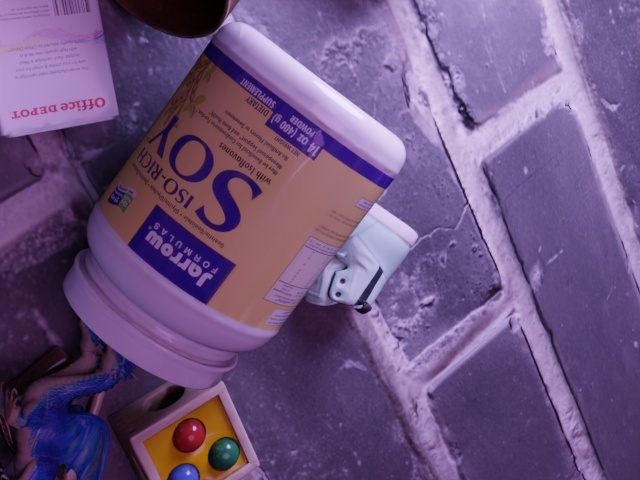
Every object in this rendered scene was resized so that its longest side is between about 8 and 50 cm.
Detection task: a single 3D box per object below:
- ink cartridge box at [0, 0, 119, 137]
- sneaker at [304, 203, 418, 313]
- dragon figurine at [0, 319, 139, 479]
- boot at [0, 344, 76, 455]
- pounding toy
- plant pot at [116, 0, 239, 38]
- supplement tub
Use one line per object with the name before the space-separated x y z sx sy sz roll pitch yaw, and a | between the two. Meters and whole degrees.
ink cartridge box | -0.295 -0.204 0.919 0.127 0.072 0.175 -15 106 -29
sneaker | 0.001 0.000 1.122 0.256 0.094 0.151 32 84 -30
dragon figurine | -0.281 0.222 0.952 0.144 0.085 0.289 9 89 -39
boot | -0.311 0.187 1.001 0.114 0.037 0.106 -36 117 -27
pounding toy | -0.201 0.238 1.038 0.206 0.094 0.181 -30 112 -24
plant pot | -0.116 -0.370 0.940 0.230 0.215 0.215 -51 120 -30
supplement tub | -0.094 -0.034 0.939 0.241 0.241 0.331 32 99 -31
